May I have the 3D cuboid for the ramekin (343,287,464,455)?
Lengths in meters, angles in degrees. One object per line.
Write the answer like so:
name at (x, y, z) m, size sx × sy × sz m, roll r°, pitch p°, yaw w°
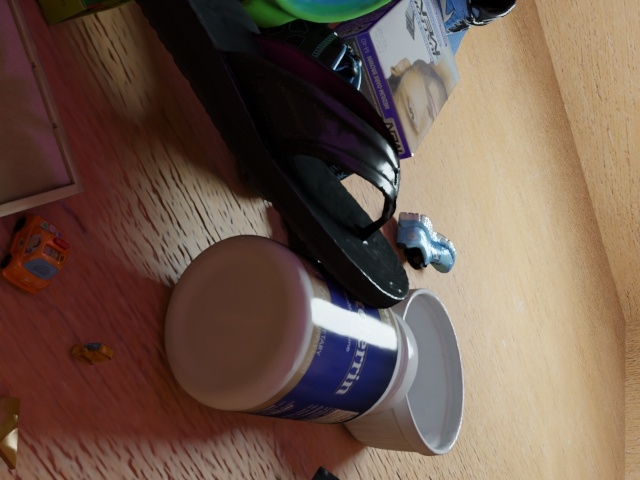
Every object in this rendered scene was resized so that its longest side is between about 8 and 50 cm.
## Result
ramekin at (0.097, 0.169, 0.923) m, size 0.207 × 0.109 × 0.207 m, roll 29°, pitch 56°, yaw -55°

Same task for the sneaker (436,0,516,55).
sneaker at (0.239, -0.401, 1.223) m, size 0.147 × 0.129 × 0.330 m, roll 55°, pitch -16°, yaw 18°

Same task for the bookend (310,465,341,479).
bookend at (0.020, 0.345, 0.743) m, size 0.157 × 0.156 × 0.072 m, roll 34°, pitch 31°, yaw 10°

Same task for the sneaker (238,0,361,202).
sneaker at (-0.014, -0.214, 0.827) m, size 0.125 × 0.139 × 0.341 m, roll 14°, pitch 67°, yaw -57°

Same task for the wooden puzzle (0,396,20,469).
wooden puzzle at (-0.236, 0.136, 0.444) m, size 0.116 × 0.014 × 0.079 m, roll 10°, pitch 67°, yaw -59°

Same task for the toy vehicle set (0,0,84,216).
toy vehicle set at (-0.272, -0.077, 0.428) m, size 0.267 × 0.035 × 0.166 m, roll -31°, pitch 107°, yaw -60°

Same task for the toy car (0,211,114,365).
toy car at (-0.184, 0.035, 0.541) m, size 0.122 × 0.040 × 0.060 m, roll 59°, pitch 35°, yaw -31°

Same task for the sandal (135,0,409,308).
sandal at (-0.021, -0.119, 0.633) m, size 0.446 × 0.107 × 0.167 m, roll 55°, pitch 18°, yaw -20°

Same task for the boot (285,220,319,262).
boot at (0.000, 0.000, 0.890) m, size 0.114 × 0.037 × 0.106 m, roll -14°, pitch 95°, yaw -66°

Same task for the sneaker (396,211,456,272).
sneaker at (0.162, 0.018, 1.160) m, size 0.162 × 0.063 × 0.073 m, roll 38°, pitch 66°, yaw -44°

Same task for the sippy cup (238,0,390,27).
sippy cup at (-0.010, -0.376, 0.708) m, size 0.224 × 0.305 × 0.240 m, roll 56°, pitch -13°, yaw 29°

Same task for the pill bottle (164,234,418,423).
pill bottle at (-0.013, 0.099, 0.709) m, size 0.264 × 0.153 × 0.153 m, roll 28°, pitch 57°, yaw -55°

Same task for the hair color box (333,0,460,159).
hair color box at (0.110, -0.265, 1.101) m, size 0.339 × 0.110 × 0.185 m, roll -54°, pitch 128°, yaw -51°

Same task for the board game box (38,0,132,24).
board game box at (-0.217, -0.278, 0.587) m, size 0.092 × 0.043 × 0.181 m, roll -48°, pitch 121°, yaw -55°
